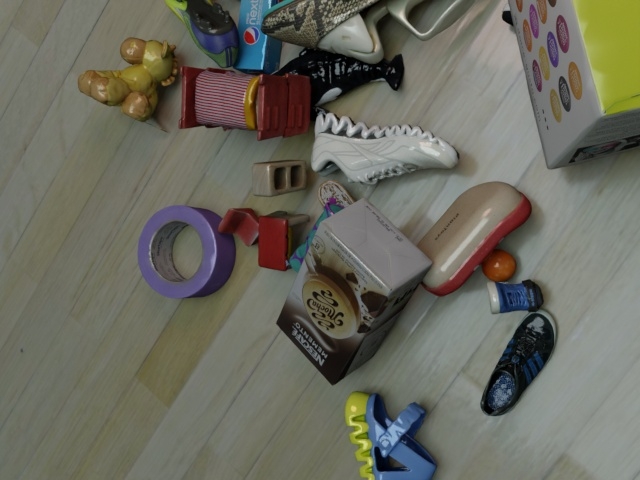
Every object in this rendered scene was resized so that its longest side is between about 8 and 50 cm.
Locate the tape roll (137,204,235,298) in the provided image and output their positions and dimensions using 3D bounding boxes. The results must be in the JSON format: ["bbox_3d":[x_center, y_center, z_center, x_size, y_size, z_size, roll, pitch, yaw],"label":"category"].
[{"bbox_3d":[-0.274,0.024,1.662,0.189,0.080,0.188,-1,88,23],"label":"tape roll"}]

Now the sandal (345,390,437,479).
[{"bbox_3d":[0.144,0.415,1.444,0.138,0.126,0.317,-17,83,18],"label":"sandal"}]

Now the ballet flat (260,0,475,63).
[{"bbox_3d":[0.130,-0.429,1.451,0.483,0.164,0.182,-25,88,11],"label":"ballet flat"}]

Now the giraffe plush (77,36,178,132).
[{"bbox_3d":[-0.369,-0.340,1.668,0.181,0.210,0.170,30,95,47],"label":"giraffe plush"}]

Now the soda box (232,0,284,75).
[{"bbox_3d":[-0.117,-0.438,1.618,0.071,0.067,0.210,8,91,24],"label":"soda box"}]

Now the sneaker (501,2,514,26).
[{"bbox_3d":[0.388,-0.317,1.385,0.217,0.079,0.121,29,98,21],"label":"sneaker"}]

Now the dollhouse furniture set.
[{"bbox_3d":[-0.142,-0.135,1.532,0.201,0.152,0.373,10,105,33],"label":"dollhouse furniture set"}]

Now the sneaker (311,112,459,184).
[{"bbox_3d":[0.112,-0.151,1.478,0.292,0.110,0.118,12,79,31],"label":"sneaker"}]

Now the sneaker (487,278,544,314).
[{"bbox_3d":[0.328,0.093,1.358,0.085,0.152,0.058,-8,81,17],"label":"sneaker"}]

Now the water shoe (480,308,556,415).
[{"bbox_3d":[0.340,0.214,1.385,0.073,0.080,0.203,27,99,22],"label":"water shoe"}]

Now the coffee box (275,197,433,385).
[{"bbox_3d":[0.049,0.096,1.420,0.168,0.119,0.297,44,140,19],"label":"coffee box"}]

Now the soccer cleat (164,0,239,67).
[{"bbox_3d":[-0.244,-0.439,1.635,0.094,0.121,0.289,-22,44,-16],"label":"soccer cleat"}]

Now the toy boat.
[{"bbox_3d":[0.278,0.014,1.403,0.151,0.151,0.231,39,97,-17],"label":"toy boat"}]

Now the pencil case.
[{"bbox_3d":[0.000,0.000,1.491,0.151,0.065,0.070,-55,42,28],"label":"pencil case"}]

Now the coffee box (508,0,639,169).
[{"bbox_3d":[0.481,-0.328,1.159,0.338,0.334,0.337,-12,83,3],"label":"coffee box"}]

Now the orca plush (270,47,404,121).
[{"bbox_3d":[0.008,-0.304,1.539,0.287,0.102,0.151,10,92,23],"label":"orca plush"}]

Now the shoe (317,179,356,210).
[{"bbox_3d":[0.068,-0.017,1.532,0.077,0.058,0.219,-30,80,-1],"label":"shoe"}]
